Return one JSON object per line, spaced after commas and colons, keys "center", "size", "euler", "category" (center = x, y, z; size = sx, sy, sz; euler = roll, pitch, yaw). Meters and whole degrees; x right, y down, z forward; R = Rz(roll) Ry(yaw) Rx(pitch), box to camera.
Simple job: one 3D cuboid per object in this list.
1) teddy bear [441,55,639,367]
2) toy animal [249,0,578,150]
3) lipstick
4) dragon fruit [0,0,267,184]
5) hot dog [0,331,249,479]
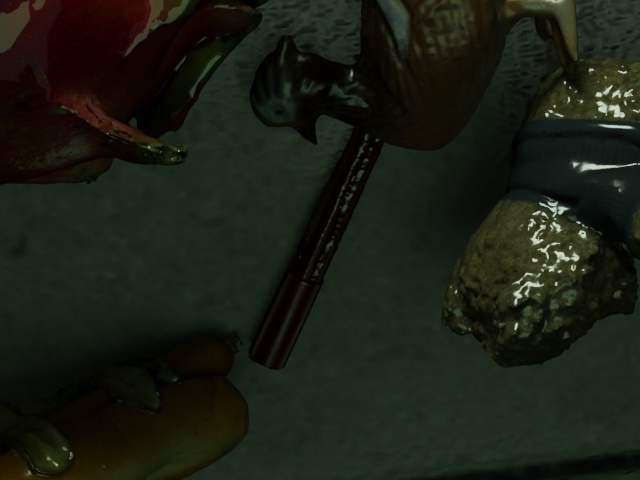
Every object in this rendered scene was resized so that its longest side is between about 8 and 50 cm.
{"center": [0.165, -0.040, 0.763], "size": [0.251, 0.182, 0.129], "euler": [-42, 89, -9], "category": "teddy bear"}
{"center": [0.044, -0.134, 0.734], "size": [0.179, 0.089, 0.188], "euler": [-6, 118, 1], "category": "toy animal"}
{"center": [0.000, 0.000, 0.827], "size": [0.027, 0.027, 0.176], "euler": [18, 111, -18], "category": "lipstick"}
{"center": [-0.131, -0.104, 0.679], "size": [0.269, 0.198, 0.200], "euler": [-5, 152, -29], "category": "dragon fruit"}
{"center": [-0.151, 0.124, 0.789], "size": [0.269, 0.109, 0.072], "euler": [-26, 112, -33], "category": "hot dog"}
